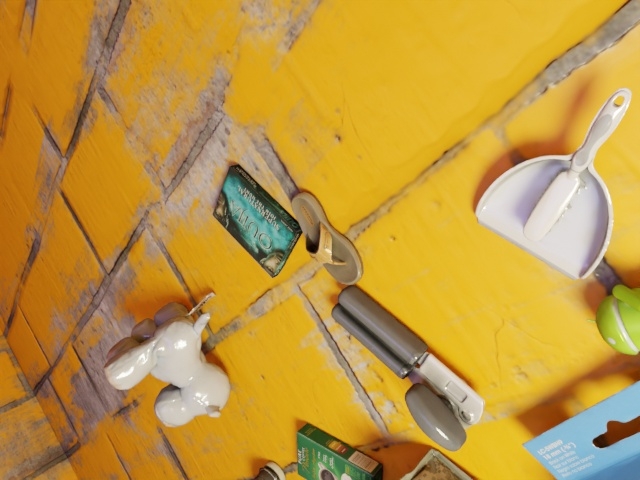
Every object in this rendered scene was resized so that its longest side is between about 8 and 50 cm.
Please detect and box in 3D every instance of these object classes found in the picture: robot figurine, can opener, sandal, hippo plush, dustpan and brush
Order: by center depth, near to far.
[{"bbox_3d":[0.347,0.081,0.476,0.101,0.067,0.115,42,135,-22],"label":"robot figurine"},{"bbox_3d":[0.267,-0.063,0.493,0.147,0.060,0.211,36,126,24],"label":"dustpan and brush"},{"bbox_3d":[0.122,0.179,0.692,0.280,0.093,0.074,43,129,26],"label":"can opener"},{"bbox_3d":[0.000,0.000,0.747,0.072,0.049,0.180,-42,78,41],"label":"sandal"},{"bbox_3d":[-0.306,0.280,1.042,0.294,0.234,0.236,-30,108,2],"label":"hippo plush"}]

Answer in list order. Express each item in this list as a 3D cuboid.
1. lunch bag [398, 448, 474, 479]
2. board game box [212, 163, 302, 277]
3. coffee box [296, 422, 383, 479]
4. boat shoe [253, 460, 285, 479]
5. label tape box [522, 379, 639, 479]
[{"bbox_3d":[0.212,0.512,0.664,0.287,0.169,0.235,31,124,40],"label":"lunch bag"},{"bbox_3d":[-0.122,-0.035,0.850,0.186,0.026,0.126,44,128,19],"label":"board game box"},{"bbox_3d":[0.034,0.446,0.892,0.184,0.040,0.113,12,113,36],"label":"coffee box"},{"bbox_3d":[-0.120,0.631,1.069,0.081,0.069,0.227,8,111,38],"label":"boat shoe"},{"bbox_3d":[0.410,0.317,0.458,0.334,0.106,0.240,41,128,10],"label":"label tape box"}]
